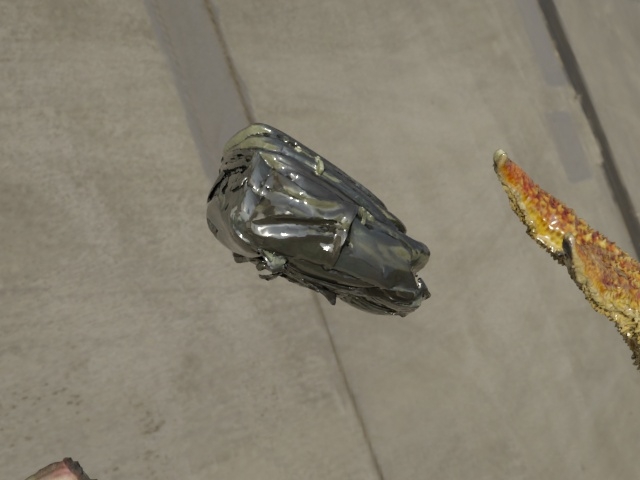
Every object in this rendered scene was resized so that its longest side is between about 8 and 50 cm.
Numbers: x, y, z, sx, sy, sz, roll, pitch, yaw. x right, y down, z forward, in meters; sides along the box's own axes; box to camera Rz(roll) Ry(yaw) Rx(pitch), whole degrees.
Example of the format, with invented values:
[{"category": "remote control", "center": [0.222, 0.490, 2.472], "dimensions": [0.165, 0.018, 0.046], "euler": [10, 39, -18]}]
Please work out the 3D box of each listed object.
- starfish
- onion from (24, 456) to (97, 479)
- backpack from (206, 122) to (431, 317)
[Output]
[{"category": "starfish", "center": [0.171, 0.029, 0.489], "dimensions": [0.227, 0.043, 0.240], "euler": [44, 9, -37]}, {"category": "onion", "center": [-0.197, 0.322, 0.646], "dimensions": [0.111, 0.247, 0.250], "euler": [32, 14, -47]}, {"category": "backpack", "center": [0.000, 0.000, 0.872], "dimensions": [0.258, 0.206, 0.133], "euler": [27, 80, -16]}]
